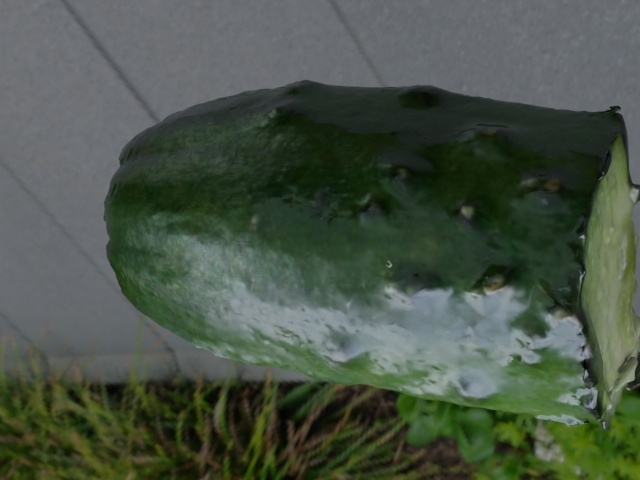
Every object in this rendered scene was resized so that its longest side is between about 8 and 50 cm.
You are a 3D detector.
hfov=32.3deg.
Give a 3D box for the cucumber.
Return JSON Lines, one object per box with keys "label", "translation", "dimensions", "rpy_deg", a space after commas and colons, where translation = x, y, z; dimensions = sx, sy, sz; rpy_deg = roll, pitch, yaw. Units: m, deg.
{"label": "cucumber", "translation": [-0.001, -0.001, 0.573], "dimensions": [0.325, 0.105, 0.145], "rpy_deg": [9, 121, 30]}
